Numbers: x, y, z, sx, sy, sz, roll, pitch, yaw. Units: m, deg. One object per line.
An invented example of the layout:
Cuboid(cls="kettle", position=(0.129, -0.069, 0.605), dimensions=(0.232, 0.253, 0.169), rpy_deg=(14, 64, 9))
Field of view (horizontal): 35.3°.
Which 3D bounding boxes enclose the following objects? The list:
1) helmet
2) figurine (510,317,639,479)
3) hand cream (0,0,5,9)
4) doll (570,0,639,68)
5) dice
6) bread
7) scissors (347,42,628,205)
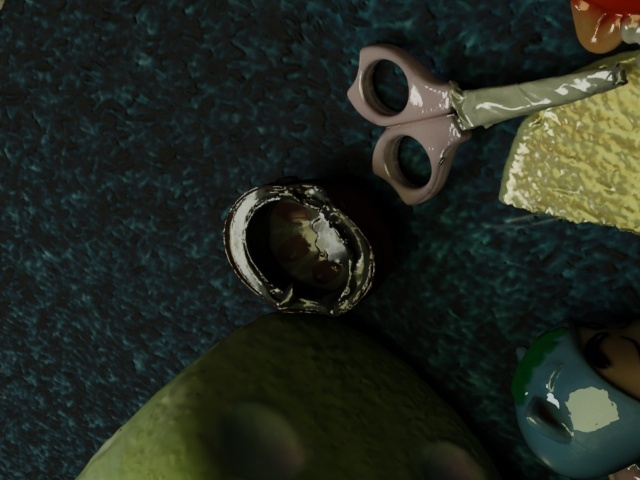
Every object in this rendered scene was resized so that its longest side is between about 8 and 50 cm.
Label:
Cuboid(cls="helmet", position=(0.000, 0.000, 0.707), dimensions=(0.123, 0.070, 0.098), rpy_deg=(12, 112, 37))
Cuboid(cls="figurine", position=(0.208, 0.106, 0.606), dimensions=(0.178, 0.114, 0.144), rpy_deg=(42, 122, -5))
Cuboid(cls="hand cream", position=(-0.228, -0.258, 0.751), dimensions=(0.186, 0.054, 0.087), rpy_deg=(-33, 87, 46))
Cuboid(cls="doll", position=(0.185, -0.169, 0.493), dimensions=(0.217, 0.085, 0.183), rpy_deg=(47, 119, 7))
Cuboid(cls="dice", position=(-0.033, 0.219, 0.716), dimensions=(0.250, 0.254, 0.252), rpy_deg=(43, 127, 9))
Cuboid(cls="bread", position=(0.200, -0.056, 0.572), dimensions=(0.193, 0.036, 0.112), rpy_deg=(15, 113, 29))
Cuboid(cls="scissors", position=(0.096, -0.081, 0.608), dimensions=(0.212, 0.021, 0.110), rpy_deg=(-7, 106, 50))
